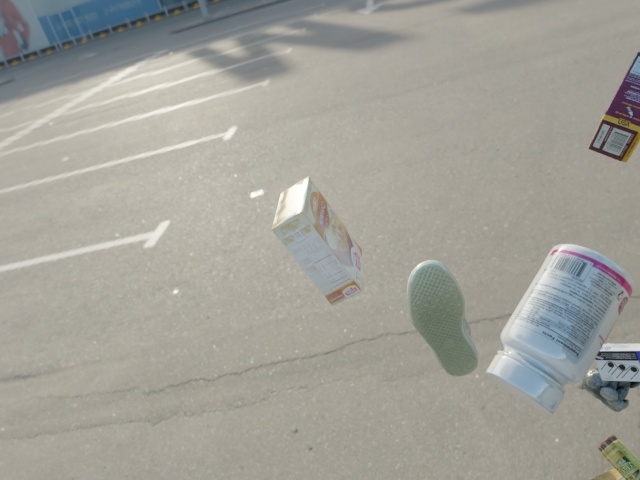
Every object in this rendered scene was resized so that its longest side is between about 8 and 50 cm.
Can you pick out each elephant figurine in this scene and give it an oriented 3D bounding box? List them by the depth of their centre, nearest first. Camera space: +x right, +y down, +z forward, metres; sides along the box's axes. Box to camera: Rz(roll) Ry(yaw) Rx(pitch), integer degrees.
[{"bbox_3d":[0.946,0.401,1.734,0.239,0.169,0.186,-46,50,-6],"label":"elephant figurine"}]

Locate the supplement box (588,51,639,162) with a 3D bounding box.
[{"bbox_3d":[0.623,-0.267,1.115,0.080,0.104,0.188,27,71,20],"label":"supplement box"}]

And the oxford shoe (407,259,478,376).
[{"bbox_3d":[0.363,0.227,1.681,0.169,0.449,0.130,-20,33,12],"label":"oxford shoe"}]

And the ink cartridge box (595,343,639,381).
[{"bbox_3d":[0.872,0.335,1.529,0.207,0.097,0.046,-12,13,45],"label":"ink cartridge box"}]

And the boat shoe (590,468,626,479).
[{"bbox_3d":[0.540,0.573,1.116,0.277,0.098,0.096,-35,75,-16],"label":"boat shoe"}]

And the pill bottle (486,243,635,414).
[{"bbox_3d":[0.438,0.163,1.034,0.283,0.160,0.160,-56,36,-8],"label":"pill bottle"}]

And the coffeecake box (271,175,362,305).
[{"bbox_3d":[0.000,0.000,0.999,0.068,0.185,0.142,-29,25,18],"label":"coffeecake box"}]

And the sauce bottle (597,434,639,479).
[{"bbox_3d":[0.540,0.397,0.956,0.042,0.042,0.128,-25,49,-17],"label":"sauce bottle"}]
